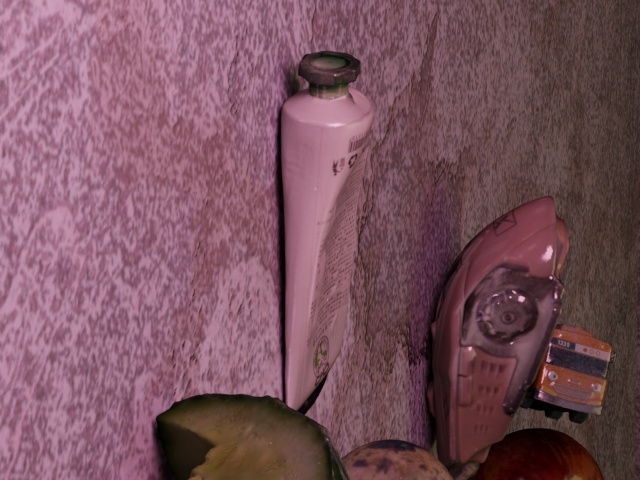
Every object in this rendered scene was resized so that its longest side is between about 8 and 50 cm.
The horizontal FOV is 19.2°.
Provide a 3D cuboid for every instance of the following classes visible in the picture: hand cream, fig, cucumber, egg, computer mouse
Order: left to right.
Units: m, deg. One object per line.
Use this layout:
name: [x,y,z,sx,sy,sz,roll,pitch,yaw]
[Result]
cucumber: [-0.054,0.217,1.346,0.191,0.191,0.130,-68,147,-41]
hand cream: [0.000,0.000,1.639,0.121,0.076,0.336,-46,145,-54]
egg: [0.058,0.274,1.751,0.141,0.141,0.182,25,81,-71]
computer mouse: [0.171,0.118,2.104,0.199,0.115,0.389,-79,-172,-68]
fig: [0.252,0.319,2.308,0.205,0.205,0.205,6,90,-72]

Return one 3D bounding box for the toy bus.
toy bus: [0.262,0.149,2.163,0.182,0.091,0.103,167,-62,-77]
